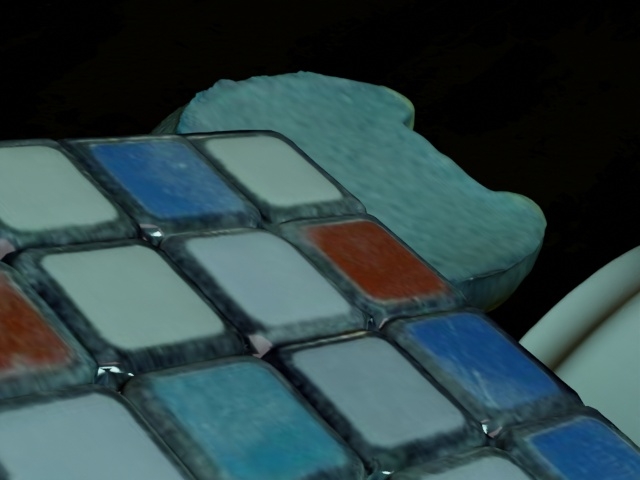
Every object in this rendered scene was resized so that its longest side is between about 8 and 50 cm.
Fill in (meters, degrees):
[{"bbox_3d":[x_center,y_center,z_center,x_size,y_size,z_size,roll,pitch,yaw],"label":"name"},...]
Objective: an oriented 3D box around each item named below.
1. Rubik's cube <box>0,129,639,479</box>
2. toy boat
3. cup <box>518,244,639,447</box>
[{"bbox_3d":[-0.074,0.158,0.441,0.287,0.292,0.293,-7,44,-48],"label":"Rubik's cube"},{"bbox_3d":[0.000,0.000,0.907,0.215,0.123,0.330,42,29,16],"label":"toy boat"},{"bbox_3d":[0.198,0.194,0.642,0.323,0.237,0.327,-37,60,-16],"label":"cup"}]
